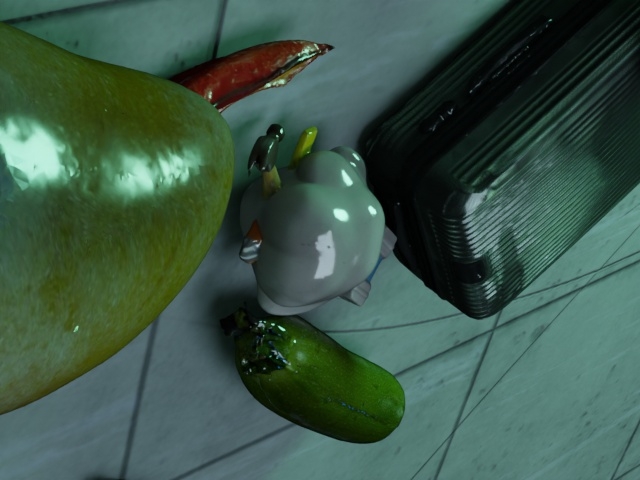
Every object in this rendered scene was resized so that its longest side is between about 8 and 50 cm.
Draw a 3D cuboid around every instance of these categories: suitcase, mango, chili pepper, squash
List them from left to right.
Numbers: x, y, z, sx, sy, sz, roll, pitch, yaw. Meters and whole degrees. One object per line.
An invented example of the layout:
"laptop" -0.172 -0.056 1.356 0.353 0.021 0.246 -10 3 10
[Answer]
"mango" -0.195 -0.015 0.749 0.384 0.199 0.221 -18 98 -49
"chili pepper" -0.100 -0.079 0.953 0.268 0.050 0.059 -35 167 -27
"squash" -0.009 0.117 1.253 0.087 0.087 0.331 -50 153 0
"suitcase" 0.186 -0.092 1.236 0.312 0.128 0.202 -41 146 -14

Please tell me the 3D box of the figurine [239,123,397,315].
"figurine" 0.000 0.000 1.123 0.137 0.112 0.229 -54 160 -4
